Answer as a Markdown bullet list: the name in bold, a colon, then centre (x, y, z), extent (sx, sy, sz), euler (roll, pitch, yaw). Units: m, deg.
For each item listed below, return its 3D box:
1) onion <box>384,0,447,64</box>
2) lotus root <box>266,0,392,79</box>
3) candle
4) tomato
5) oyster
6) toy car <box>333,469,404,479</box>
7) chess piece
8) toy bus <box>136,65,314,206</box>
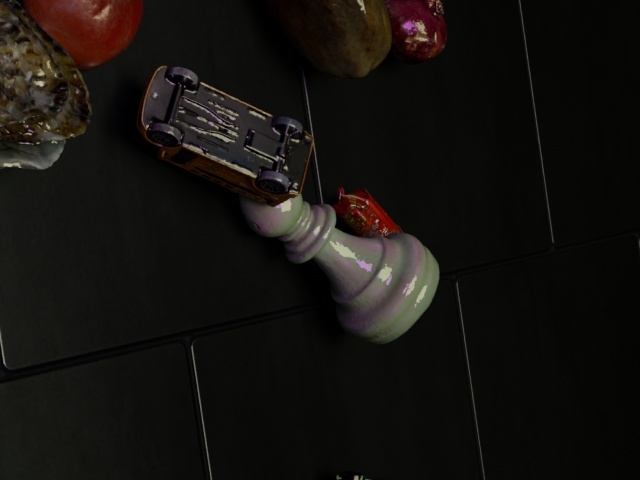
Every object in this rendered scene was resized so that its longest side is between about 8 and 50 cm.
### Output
- **onion**: centre (0.117, -0.276, 1.930), extent (0.107, 0.097, 0.107), euler (41, 28, -27)
- **lotus root**: centre (0.000, -0.297, 1.772), extent (0.241, 0.124, 0.123), euler (60, 16, -21)
- **candle**: centre (0.059, -0.022, 1.860), extent (0.131, 0.052, 0.052), euler (47, 53, -36)
- **tomato**: centre (-0.231, -0.254, 1.548), extent (0.155, 0.069, 0.156), euler (7, 81, -48)
- **oyster**: centre (-0.362, -0.150, 1.349), extent (0.351, 0.158, 0.162), euler (2, 41, -41)
- **toy car**: centre (0.060, 0.318, 1.816), extent (0.143, 0.054, 0.073), euler (18, 69, -48)
- **chess piece**: centre (0.000, 0.000, 1.755), extent (0.271, 0.139, 0.139), euler (36, 59, -26)
- **toy bus**: centre (-0.110, -0.108, 1.627), extent (0.194, 0.088, 0.083), euler (24, 63, -20)
